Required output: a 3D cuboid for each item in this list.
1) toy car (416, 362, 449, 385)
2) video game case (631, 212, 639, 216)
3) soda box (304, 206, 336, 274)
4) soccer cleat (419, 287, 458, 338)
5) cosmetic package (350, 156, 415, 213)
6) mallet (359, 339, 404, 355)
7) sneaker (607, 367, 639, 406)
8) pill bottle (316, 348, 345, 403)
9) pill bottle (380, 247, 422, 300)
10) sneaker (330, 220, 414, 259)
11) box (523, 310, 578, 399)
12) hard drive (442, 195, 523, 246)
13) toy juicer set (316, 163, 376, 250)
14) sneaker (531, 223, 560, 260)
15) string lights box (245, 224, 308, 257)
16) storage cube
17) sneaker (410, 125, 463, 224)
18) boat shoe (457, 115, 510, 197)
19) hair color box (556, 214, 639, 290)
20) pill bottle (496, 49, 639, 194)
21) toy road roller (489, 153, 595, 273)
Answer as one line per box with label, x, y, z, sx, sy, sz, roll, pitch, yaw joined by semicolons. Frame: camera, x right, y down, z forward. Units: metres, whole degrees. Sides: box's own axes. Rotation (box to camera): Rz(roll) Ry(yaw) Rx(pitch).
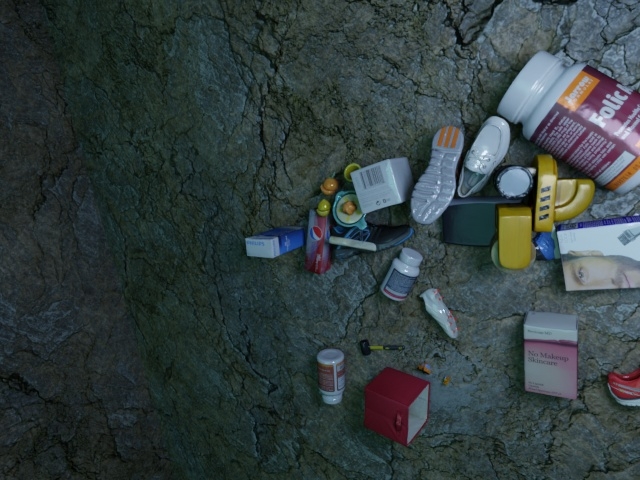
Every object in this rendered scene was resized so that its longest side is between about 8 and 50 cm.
toy car;0.439;0.514;1.595;0.122;0.060;0.040;28;73;4
video game case;0.915;0.022;1.163;0.157;0.019;0.143;38;119;19
soda box;0.000;0.000;1.678;0.083;0.092;0.263;15;111;27
soccer cleat;0.436;0.269;1.503;0.076;0.068;0.196;-34;78;39
cosmetic package;0.225;-0.194;1.429;0.151;0.184;0.151;-15;94;34
mallet;0.253;0.448;1.684;0.190;0.039;0.062;0;103;28
sneaker;0.983;0.399;1.178;0.279;0.107;0.118;-26;80;32
pill bottle;0.047;0.595;1.797;0.121;0.121;0.216;6;106;30
pill bottle;0.302;0.123;1.516;0.108;0.108;0.180;32;118;21
sneaker;0.179;-0.021;1.544;0.341;0.125;0.139;-15;91;32
box;0.732;0.358;1.304;0.149;0.127;0.232;0;104;32
hard drive;0.528;-0.060;1.357;0.255;0.054;0.172;2;104;31
toy juicer set;0.077;-0.105;1.506;0.209;0.089;0.329;-13;76;24
sneaker;0.683;-0.009;1.273;0.085;0.058;0.152;-14;102;25
string lights box;-0.170;-0.001;1.682;0.133;0.260;0.076;4;105;32
storage cube;0.299;0.641;1.605;0.193;0.215;0.183;10;109;36
sneaker;0.391;-0.186;1.317;0.125;0.180;0.321;21;87;24
boat shoe;0.486;-0.237;1.244;0.098;0.096;0.277;35;147;26
hair color box;0.855;0.030;1.127;0.339;0.110;0.185;-8;99;35
pill bottle;0.692;-0.319;1.082;0.392;0.224;0.224;39;120;16
toy road roller;0.615;-0.075;1.159;0.241;0.202;0.329;3;101;20
